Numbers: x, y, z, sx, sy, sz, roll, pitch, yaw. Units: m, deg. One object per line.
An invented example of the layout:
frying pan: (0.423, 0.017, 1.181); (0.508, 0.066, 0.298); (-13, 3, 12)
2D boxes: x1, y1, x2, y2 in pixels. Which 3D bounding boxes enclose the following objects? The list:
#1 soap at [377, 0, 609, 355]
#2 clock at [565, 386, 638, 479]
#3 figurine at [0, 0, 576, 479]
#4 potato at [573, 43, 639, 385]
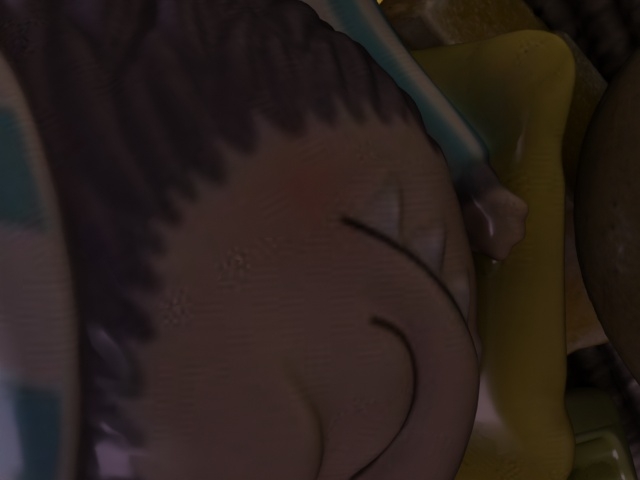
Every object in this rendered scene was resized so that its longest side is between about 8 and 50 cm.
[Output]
soap: (0.000, 0.000, 0.755); (0.315, 0.091, 0.199); (-25, 112, 37)
clock: (0.037, 0.129, 0.753); (0.170, 0.232, 0.069); (-21, 79, 36)
figurine: (-0.107, -0.035, 0.486); (0.266, 0.378, 0.361); (-17, 86, 32)
potato: (0.193, 0.004, 0.602); (0.178, 0.160, 0.235); (-25, 114, 7)
